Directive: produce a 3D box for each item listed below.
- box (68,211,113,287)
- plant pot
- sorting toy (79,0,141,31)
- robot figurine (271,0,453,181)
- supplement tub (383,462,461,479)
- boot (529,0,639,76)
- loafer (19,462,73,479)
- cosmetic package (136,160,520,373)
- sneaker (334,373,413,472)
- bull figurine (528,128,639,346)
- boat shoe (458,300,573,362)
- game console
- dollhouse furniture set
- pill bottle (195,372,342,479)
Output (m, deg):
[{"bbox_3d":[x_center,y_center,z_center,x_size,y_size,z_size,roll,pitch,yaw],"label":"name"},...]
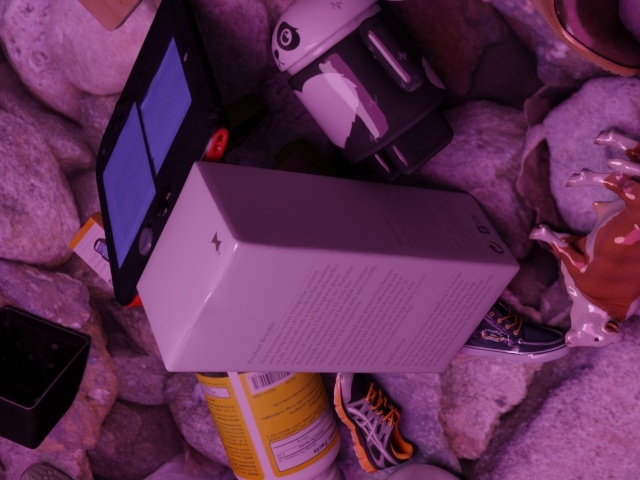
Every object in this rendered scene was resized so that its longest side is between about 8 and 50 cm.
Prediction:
[{"bbox_3d":[-0.355,0.026,1.856,0.136,0.028,0.081,44,123,-4],"label":"box"},{"bbox_3d":[-0.537,0.262,1.967,0.188,0.187,0.167,18,133,15],"label":"plant pot"},{"bbox_3d":[-0.298,-0.480,1.548,0.257,0.089,0.255,47,123,-4],"label":"sorting toy"},{"bbox_3d":[0.055,-0.215,1.473,0.209,0.173,0.278,-32,99,29],"label":"robot figurine"},{"bbox_3d":[0.110,0.538,1.777,0.235,0.235,0.325,43,123,0],"label":"supplement tub"},{"bbox_3d":[0.353,-0.344,1.331,0.248,0.090,0.207,44,125,3],"label":"boot"},{"bbox_3d":[-0.476,0.570,2.121,0.111,0.112,0.319,-37,97,24],"label":"loafer"},{"bbox_3d":[0.014,0.048,1.466,0.230,0.453,0.161,-59,42,32],"label":"cosmetic package"},{"bbox_3d":[0.084,0.279,1.760,0.083,0.084,0.215,-11,119,25],"label":"sneaker"},{"bbox_3d":[0.390,0.004,1.478,0.188,0.101,0.310,34,123,7],"label":"bull figurine"},{"bbox_3d":[0.276,0.128,1.608,0.183,0.065,0.083,1,116,24],"label":"boat shoe"},{"bbox_3d":[-0.236,-0.131,1.554,0.060,0.386,0.342,8,127,-26],"label":"game console"},{"bbox_3d":[-0.145,-0.042,1.656,0.197,0.151,0.301,43,123,-1],"label":"dollhouse furniture set"},{"bbox_3d":[-0.077,0.278,1.762,0.188,0.188,0.334,-8,110,26],"label":"pill bottle"}]
